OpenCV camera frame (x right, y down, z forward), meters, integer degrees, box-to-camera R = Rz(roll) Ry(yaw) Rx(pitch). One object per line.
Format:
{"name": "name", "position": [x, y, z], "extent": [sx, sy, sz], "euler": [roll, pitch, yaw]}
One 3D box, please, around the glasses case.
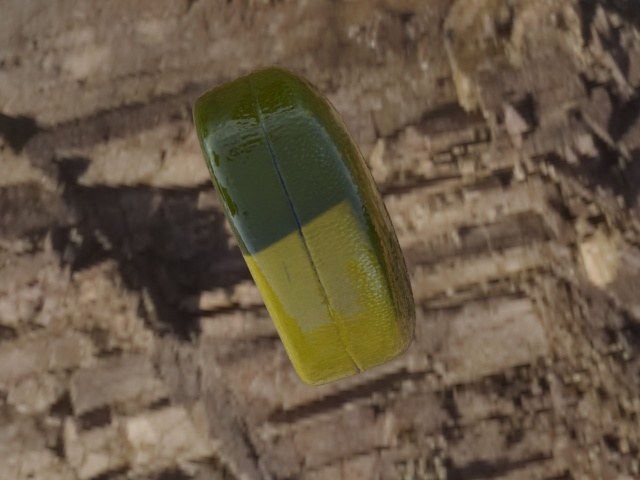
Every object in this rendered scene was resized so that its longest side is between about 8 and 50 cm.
{"name": "glasses case", "position": [0.000, 0.000, 1.608], "extent": [0.141, 0.173, 0.371], "euler": [-20, 136, 2]}
